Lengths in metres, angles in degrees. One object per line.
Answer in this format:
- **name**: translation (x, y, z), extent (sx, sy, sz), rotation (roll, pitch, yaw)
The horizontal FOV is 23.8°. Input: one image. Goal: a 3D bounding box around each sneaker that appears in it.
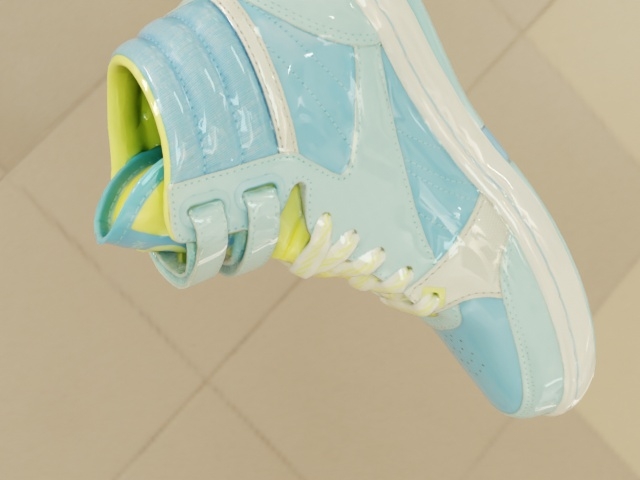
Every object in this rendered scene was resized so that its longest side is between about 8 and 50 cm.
- **sneaker**: translation (0.000, 0.000, 0.815), extent (0.208, 0.127, 0.319), rotation (-35, 98, -23)
